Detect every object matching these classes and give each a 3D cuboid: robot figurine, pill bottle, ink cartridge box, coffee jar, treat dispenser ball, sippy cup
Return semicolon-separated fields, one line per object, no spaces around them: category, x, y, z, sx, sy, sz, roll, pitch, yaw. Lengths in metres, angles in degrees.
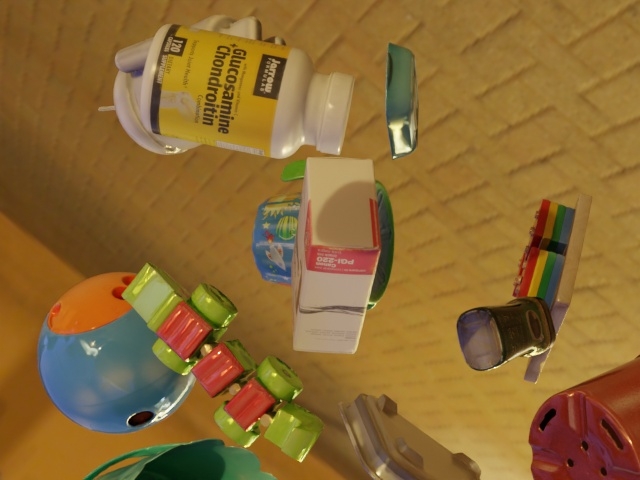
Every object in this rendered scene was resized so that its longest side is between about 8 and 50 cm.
robot figurine;-0.225;-0.274;2.096;0.353;0.200;0.300;-18;145;30
pill bottle;-0.065;-0.133;1.075;0.184;0.103;0.103;11;165;2
ink cartridge box;0.016;0.021;1.518;0.092;0.159;0.218;2;139;-5
coffee jar;0.290;0.141;1.807;0.079;0.184;0.096;-19;82;39
treat dispenser ball;-0.357;0.199;2.080;0.288;0.288;0.288;39;167;10
sippy cup;0.000;0.000;2.202;0.224;0.306;0.240;2;-175;21

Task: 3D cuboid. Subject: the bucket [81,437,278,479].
bucket;-0.184;0.386;1.423;0.281;0.281;0.183;45;142;-18

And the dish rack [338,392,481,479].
dish rack;0.191;0.396;2.030;0.333;0.072;0.285;38;-172;-19

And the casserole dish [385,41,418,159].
casserole dish;0.108;-0.180;1.537;0.037;0.114;0.188;0;158;8

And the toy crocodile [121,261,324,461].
toy crocodile;-0.132;0.162;1.544;0.340;0.115;0.105;46;-172;13

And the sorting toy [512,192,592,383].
sorting toy;0.396;0.079;2.110;0.089;0.255;0.257;16;142;7

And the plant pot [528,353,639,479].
plant pot;0.438;0.270;1.554;0.272;0.265;0.273;20;114;53
